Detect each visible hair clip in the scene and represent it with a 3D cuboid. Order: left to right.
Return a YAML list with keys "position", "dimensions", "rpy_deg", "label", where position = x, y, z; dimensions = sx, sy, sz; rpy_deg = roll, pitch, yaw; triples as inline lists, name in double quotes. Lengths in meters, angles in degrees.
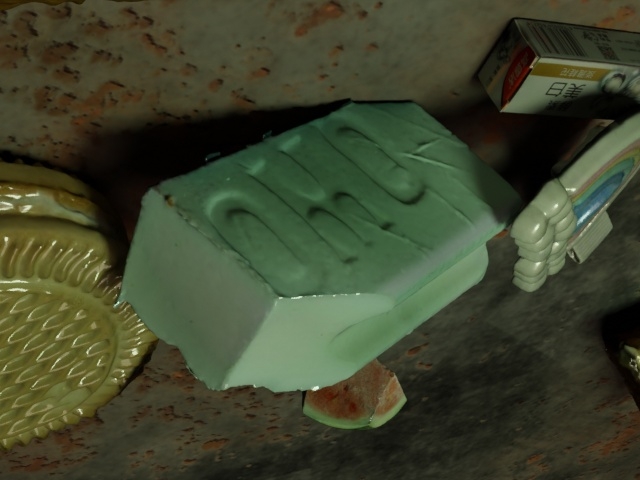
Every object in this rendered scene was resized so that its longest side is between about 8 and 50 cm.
- position: [0.176, -0.033, 0.910]
  dimensions: [0.140, 0.054, 0.220]
  rpy_deg: [-44, 165, -4]
  label: "hair clip"

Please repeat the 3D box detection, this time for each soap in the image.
- position: [0.000, 0.000, 0.815]
  dimensions: [0.230, 0.145, 0.091]
  rpy_deg: [-31, 155, -43]
  label: "soap"

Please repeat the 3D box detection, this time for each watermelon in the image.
- position: [0.031, 0.120, 1.107]
  dimensions: [0.072, 0.084, 0.092]
  rpy_deg: [-67, 169, 21]
  label: "watermelon"

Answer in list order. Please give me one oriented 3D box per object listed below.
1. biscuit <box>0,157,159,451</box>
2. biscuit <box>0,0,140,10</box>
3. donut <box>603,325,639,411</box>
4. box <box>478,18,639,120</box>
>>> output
- position: [-0.224, 0.051, 0.835]
  dimensions: [0.259, 0.079, 0.259]
  rpy_deg: [-16, 146, -11]
  label: "biscuit"
- position: [-0.161, -0.145, 0.432]
  dimensions: [0.368, 0.076, 0.394]
  rpy_deg: [-3, 179, 7]
  label: "biscuit"
- position: [0.342, 0.119, 1.252]
  dimensions: [0.126, 0.144, 0.187]
  rpy_deg: [-30, 116, 0]
  label: "donut"
- position: [0.211, -0.111, 0.905]
  dimensions: [0.218, 0.040, 0.055]
  rpy_deg: [1, 138, -32]
  label: "box"
